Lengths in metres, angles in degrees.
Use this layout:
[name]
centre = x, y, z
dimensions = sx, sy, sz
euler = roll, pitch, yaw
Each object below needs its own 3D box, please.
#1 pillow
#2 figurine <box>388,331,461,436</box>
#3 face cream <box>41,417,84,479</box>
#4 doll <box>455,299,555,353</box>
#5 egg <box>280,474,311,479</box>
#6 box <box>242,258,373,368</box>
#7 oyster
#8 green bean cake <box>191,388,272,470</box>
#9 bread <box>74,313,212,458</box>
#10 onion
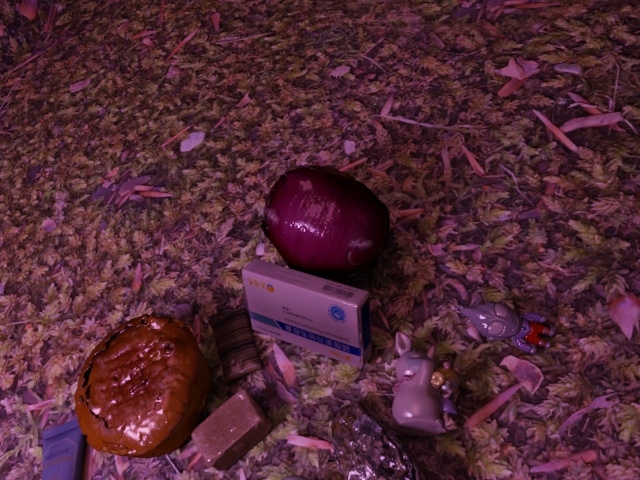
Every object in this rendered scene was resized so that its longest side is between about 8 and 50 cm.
[pillow]
centre = -0.229, 0.281, 1.715
dimensions = 0.113, 0.038, 0.203
euler = -26, 51, 3
[figurine]
centre = 0.236, 0.317, 1.457
dimensions = 0.155, 0.127, 0.235
euler = -19, 47, 31
[face cream]
centre = -0.663, 0.638, 1.616
dimensions = 0.136, 0.086, 0.385
euler = -22, 48, 6
[doll]
centre = 0.430, 0.195, 1.497
dimensions = 0.228, 0.075, 0.102
euler = 20, 76, 18
[egg]
centre = -0.040, 0.620, 1.320
dimensions = 0.183, 0.182, 0.264
euler = -21, 45, 7
[box]
centre = -0.034, 0.180, 1.606
dimensions = 0.344, 0.200, 0.065
euler = 14, 37, 29
[oyster]
centre = 0.116, 0.478, 1.387
dimensions = 0.162, 0.158, 0.351
euler = -17, 41, -5
[green bean cake]
centre = -0.216, 0.464, 1.555
dimensions = 0.179, 0.085, 0.109
euler = -40, 51, -9
[bread]
centre = -0.447, 0.376, 1.635
dimensions = 0.337, 0.204, 0.358
euler = 2, 62, 19
[onion]
centre = 0.000, 0.000, 1.677
dimensions = 0.348, 0.348, 0.385
euler = 22, 101, 32
